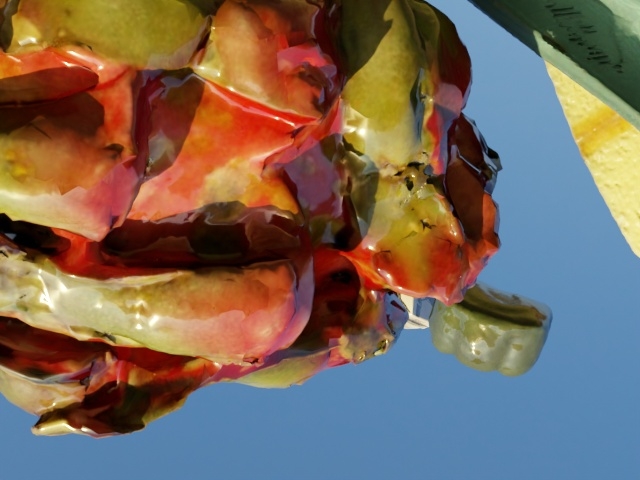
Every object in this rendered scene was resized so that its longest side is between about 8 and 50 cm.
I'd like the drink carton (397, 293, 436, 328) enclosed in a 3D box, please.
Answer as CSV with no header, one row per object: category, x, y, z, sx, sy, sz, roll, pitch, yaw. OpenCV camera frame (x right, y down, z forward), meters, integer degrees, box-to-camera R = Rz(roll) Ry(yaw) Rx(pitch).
drink carton,0.143,0.033,1.802,0.102,0.134,0.222,-1,-103,26

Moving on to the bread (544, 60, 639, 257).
bread,0.306,-0.112,0.934,0.135,0.240,0.178,-26,167,28

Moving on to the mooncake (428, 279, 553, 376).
mooncake,0.242,0.118,1.520,0.169,0.104,0.175,-8,-148,-31

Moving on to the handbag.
handbag,0.171,-0.125,0.514,0.229,0.062,0.179,-16,-129,-47

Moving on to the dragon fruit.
dragon fruit,-0.075,-0.055,0.425,0.303,0.231,0.237,33,-172,-4
